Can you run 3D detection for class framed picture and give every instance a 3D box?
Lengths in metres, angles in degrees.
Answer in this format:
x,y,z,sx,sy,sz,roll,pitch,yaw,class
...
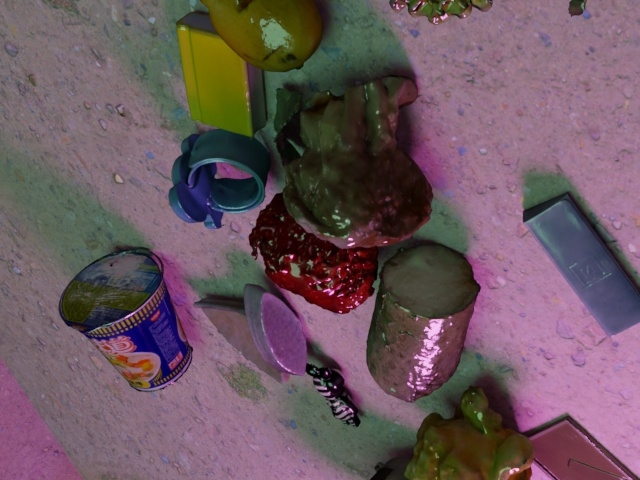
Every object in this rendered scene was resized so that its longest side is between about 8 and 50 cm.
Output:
x,y,z,sx,sy,sz,roll,pitch,yaw,class
0.557,0.487,1.869,0.250,0.016,0.184,41,140,0,framed picture

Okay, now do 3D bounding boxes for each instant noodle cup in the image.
x,y,z,sx,sy,sz,roll,pitch,yaw,class
-0.479,0.226,2.278,0.284,0.284,0.312,10,138,32,instant noodle cup

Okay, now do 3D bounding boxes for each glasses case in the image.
x,y,z,sx,sy,sz,roll,pitch,yaw,class
0.458,0.047,1.525,0.266,0.056,0.105,50,140,-11,glasses case

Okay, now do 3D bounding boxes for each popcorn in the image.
x,y,z,sx,sy,sz,roll,pitch,yaw,class
0.312,0.497,1.873,0.274,0.279,0.335,39,163,52,popcorn

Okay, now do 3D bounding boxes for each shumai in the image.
x,y,z,sx,sy,sz,roll,pitch,yaw,class
0.078,-0.147,1.498,0.267,0.314,0.262,15,119,6,shumai

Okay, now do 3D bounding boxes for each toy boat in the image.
x,y,z,sx,sy,sz,roll,pitch,yaw,class
-0.148,0.228,2.139,0.276,0.111,0.293,56,148,-11,toy boat

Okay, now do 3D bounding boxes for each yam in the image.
x,y,z,sx,sy,sz,roll,pitch,yaw,class
0.195,0.171,1.742,0.195,0.195,0.300,24,136,19,yam

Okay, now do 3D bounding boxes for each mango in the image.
x,y,z,sx,sy,sz,roll,pitch,yaw,class
-0.112,-0.400,1.523,0.262,0.130,0.167,32,132,18,mango

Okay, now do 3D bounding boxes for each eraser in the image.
x,y,z,sx,sy,sz,roll,pitch,yaw,class
-0.189,-0.322,1.695,0.158,0.069,0.226,21,135,24,eraser

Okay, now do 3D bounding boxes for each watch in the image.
x,y,z,sx,sy,sz,roll,pitch,yaw,class
-0.196,-0.132,1.809,0.193,0.211,0.211,-15,116,26,watch

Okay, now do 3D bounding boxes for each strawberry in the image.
x,y,z,sx,sy,sz,roll,pitch,yaw,class
0.000,0.000,1.714,0.274,0.274,0.220,35,110,7,strawberry

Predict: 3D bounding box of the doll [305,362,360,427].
x,y,z,sx,sy,sz,roll,pitch,yaw,class
0.035,0.371,2.140,0.091,0.067,0.219,5,134,48,doll

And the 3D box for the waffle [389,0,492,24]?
x,y,z,sx,sy,sz,roll,pitch,yaw,class
0.172,-0.431,1.287,0.204,0.054,0.224,11,111,38,waffle

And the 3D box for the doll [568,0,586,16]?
x,y,z,sx,sy,sz,roll,pitch,yaw,class
0.321,-0.393,1.219,0.286,0.091,0.203,-46,58,39,doll

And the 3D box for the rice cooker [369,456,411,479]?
x,y,z,sx,sy,sz,roll,pitch,yaw,class
0.211,0.714,2.105,0.335,0.325,0.335,36,150,26,rice cooker

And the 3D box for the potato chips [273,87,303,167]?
x,y,z,sx,sy,sz,roll,pitch,yaw,class
-0.061,-0.211,1.633,0.059,0.167,0.228,-4,150,-3,potato chips
